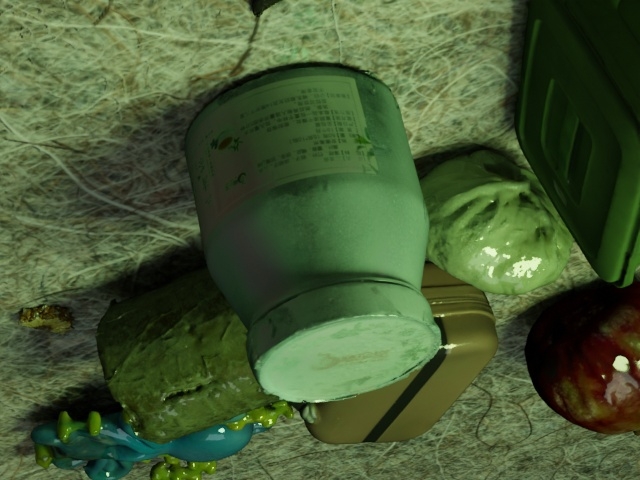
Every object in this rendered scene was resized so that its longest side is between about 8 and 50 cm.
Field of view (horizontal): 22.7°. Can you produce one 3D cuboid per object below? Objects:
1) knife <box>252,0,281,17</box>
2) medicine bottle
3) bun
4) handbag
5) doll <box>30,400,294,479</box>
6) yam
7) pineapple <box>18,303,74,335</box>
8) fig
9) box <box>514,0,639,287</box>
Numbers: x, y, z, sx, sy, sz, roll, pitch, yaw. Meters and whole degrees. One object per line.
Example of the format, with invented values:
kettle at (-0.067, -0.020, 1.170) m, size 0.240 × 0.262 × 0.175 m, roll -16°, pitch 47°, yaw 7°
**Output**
knife at (0.036, -0.258, 1.515) m, size 0.222 × 0.021 × 0.045 m, roll -15°, pitch 150°, yaw 8°
medicine bottle at (0.000, 0.000, 1.670) m, size 0.245 × 0.290 × 0.245 m, roll -12°, pitch 151°, yaw -6°
bun at (0.204, -0.031, 1.868) m, size 0.212 × 0.204 × 0.126 m, roll -31°, pitch 150°, yaw -61°
handbag at (0.065, 0.157, 2.129) m, size 0.283 × 0.149 × 0.302 m, roll 1°, pitch 149°, yaw -24°
doll at (-0.232, 0.263, 2.229) m, size 0.341 × 0.099 × 0.346 m, roll 3°, pitch 155°, yaw -15°
yam at (-0.098, 0.111, 1.916) m, size 0.300 × 0.195 × 0.195 m, roll -22°, pitch 150°, yaw 14°
pineapple at (-0.331, 0.097, 1.959) m, size 0.045 × 0.019 × 0.083 m, roll -27°, pitch 150°, yaw 31°
fig at (0.407, 0.170, 2.255) m, size 0.224 × 0.224 × 0.263 m, roll -19°, pitch 154°, yaw 6°
box at (0.330, -0.133, 1.661) m, size 0.178 × 0.253 × 0.329 m, roll -24°, pitch 155°, yaw -10°
